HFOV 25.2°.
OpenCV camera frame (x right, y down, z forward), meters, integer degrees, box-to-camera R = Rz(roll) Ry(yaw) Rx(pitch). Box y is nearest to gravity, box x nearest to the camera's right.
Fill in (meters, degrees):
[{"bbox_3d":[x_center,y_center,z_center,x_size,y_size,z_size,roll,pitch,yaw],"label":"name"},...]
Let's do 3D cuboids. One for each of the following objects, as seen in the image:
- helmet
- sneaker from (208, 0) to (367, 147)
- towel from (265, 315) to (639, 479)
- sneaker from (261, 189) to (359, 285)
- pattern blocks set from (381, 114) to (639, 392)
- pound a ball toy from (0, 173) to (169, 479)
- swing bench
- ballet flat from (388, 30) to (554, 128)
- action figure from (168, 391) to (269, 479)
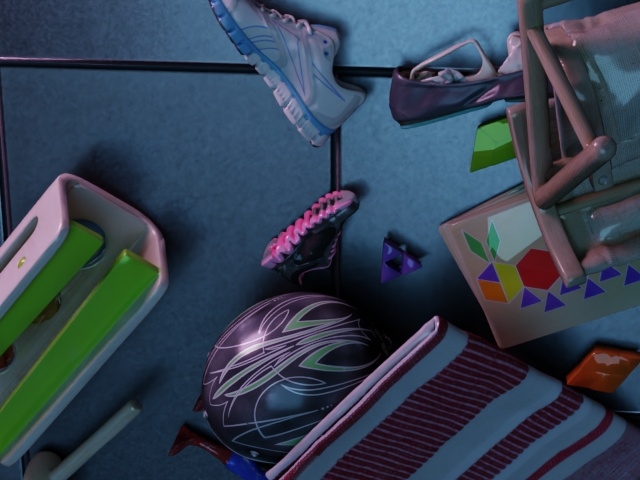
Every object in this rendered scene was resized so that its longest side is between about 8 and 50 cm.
[{"bbox_3d":[-0.023,0.127,1.325,0.169,0.161,0.169,-7,76,30],"label":"helmet"},{"bbox_3d":[-0.029,-0.182,1.300,0.083,0.071,0.190,-36,108,12],"label":"sneaker"},{"bbox_3d":[0.140,0.210,1.324,0.329,0.037,0.237,30,114,-36],"label":"towel"},{"bbox_3d":[0.000,0.000,1.365,0.057,0.047,0.119,44,117,-13],"label":"sneaker"},{"bbox_3d":[0.216,0.014,1.339,0.325,0.026,0.285,-11,106,13],"label":"pattern blocks set"},{"bbox_3d":[-0.266,0.108,1.416,0.208,0.135,0.319,31,113,-29],"label":"pound a ball toy"},{"bbox_3d":[0.297,-0.111,1.158,0.253,0.254,0.165,-18,66,-4],"label":"swing bench"},{"bbox_3d":[0.157,-0.148,1.274,0.203,0.074,0.074,-8,107,15],"label":"ballet flat"},{"bbox_3d":[-0.018,0.263,1.408,0.280,0.139,0.091,28,112,-3],"label":"action figure"}]
